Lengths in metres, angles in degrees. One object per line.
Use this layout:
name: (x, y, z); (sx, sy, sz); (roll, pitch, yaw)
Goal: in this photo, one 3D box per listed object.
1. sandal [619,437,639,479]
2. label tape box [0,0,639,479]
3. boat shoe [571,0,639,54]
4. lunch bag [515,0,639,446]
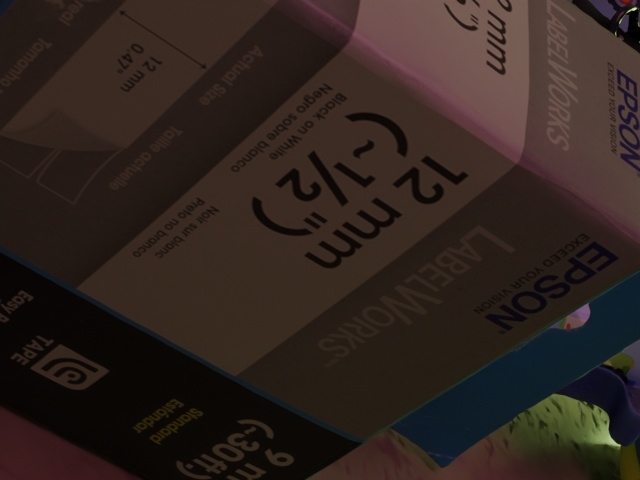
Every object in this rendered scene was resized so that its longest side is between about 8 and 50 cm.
sandal: (0.291, 0.198, 0.873); (0.317, 0.138, 0.126); (51, 39, 1)
label tape box: (0.000, 0.000, 0.632); (0.348, 0.249, 0.115); (33, 41, -23)
boat shoe: (0.120, -0.063, 0.783); (0.127, 0.340, 0.113); (70, 7, -78)
lunch bag: (0.190, -0.015, 0.891); (0.221, 0.138, 0.293); (16, 50, -3)
